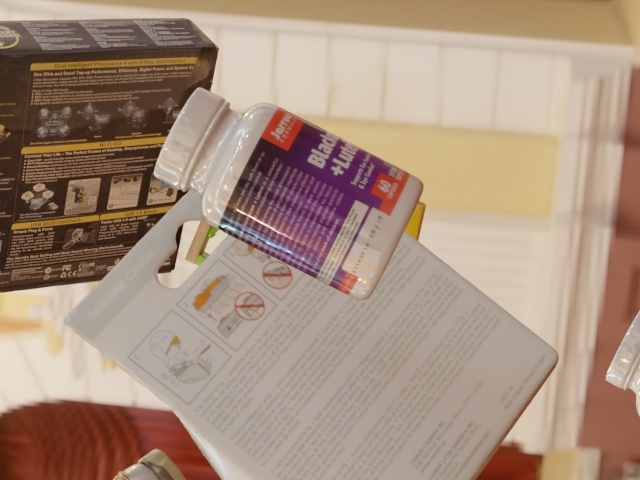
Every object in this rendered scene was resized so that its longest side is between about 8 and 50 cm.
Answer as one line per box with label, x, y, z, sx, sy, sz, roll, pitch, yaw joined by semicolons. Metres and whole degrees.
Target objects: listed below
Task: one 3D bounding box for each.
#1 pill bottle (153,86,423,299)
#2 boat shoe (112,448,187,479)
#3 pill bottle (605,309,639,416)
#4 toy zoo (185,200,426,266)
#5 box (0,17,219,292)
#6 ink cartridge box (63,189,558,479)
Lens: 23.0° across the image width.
pill bottle;-0.027;-0.042;1.228;0.108;0.193;0.108;-63;0;0
boat shoe;-0.148;0.395;1.831;0.302;0.103;0.113;53;158;11
pill bottle;0.573;0.217;2.207;0.181;0.323;0.181;-55;-17;-26
toy zoo;0.000;0.000;1.933;0.030;0.293;0.192;-35;-32;-75
box;-0.331;-0.093;1.813;0.097;0.394;0.318;47;134;43
ink cartridge box;-0.007;0.111;1.506;0.308;0.385;0.091;-48;-8;-30
